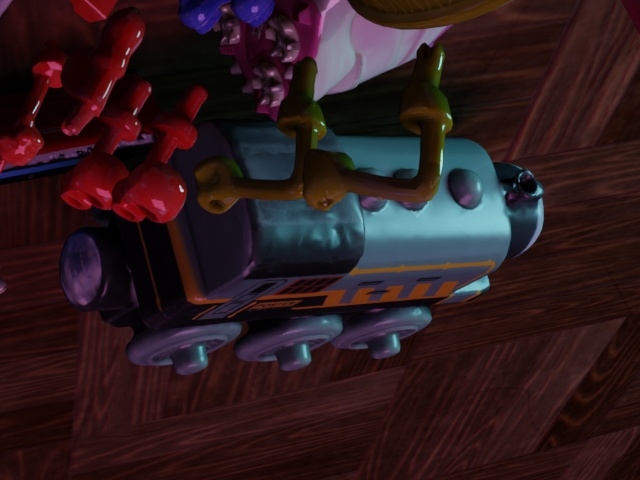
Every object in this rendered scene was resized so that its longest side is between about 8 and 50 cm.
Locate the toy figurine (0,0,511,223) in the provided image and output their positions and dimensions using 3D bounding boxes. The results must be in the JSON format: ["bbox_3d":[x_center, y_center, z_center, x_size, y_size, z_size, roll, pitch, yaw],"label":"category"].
[{"bbox_3d":[-0.099,-0.144,0.556,0.217,0.191,0.362,41,159,-32],"label":"toy figurine"}]

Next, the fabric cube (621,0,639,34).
[{"bbox_3d":[0.281,-0.217,0.663,0.258,0.254,0.259,-17,151,-3],"label":"fabric cube"}]

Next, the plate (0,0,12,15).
[{"bbox_3d":[-0.237,-0.146,0.486,0.277,0.045,0.278,21,164,-19],"label":"plate"}]

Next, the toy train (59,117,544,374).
[{"bbox_3d":[0.000,0.000,0.913,0.334,0.142,0.190,-1,160,-42],"label":"toy train"}]

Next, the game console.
[{"bbox_3d":[-0.170,-0.047,0.834,0.144,0.124,0.085,-12,123,-16],"label":"game console"}]

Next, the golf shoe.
[{"bbox_3d":[0.046,-0.184,0.731,0.140,0.115,0.306,-14,159,-30],"label":"golf shoe"}]

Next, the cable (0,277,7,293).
[{"bbox_3d":[-0.347,0.073,0.898,0.287,0.072,0.139,-27,-174,1],"label":"cable"}]
